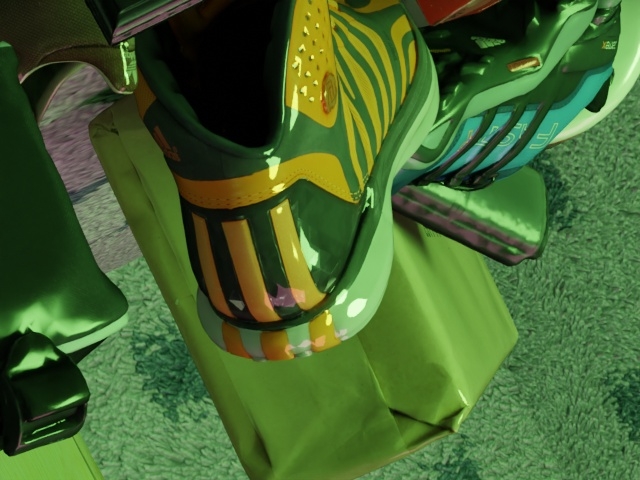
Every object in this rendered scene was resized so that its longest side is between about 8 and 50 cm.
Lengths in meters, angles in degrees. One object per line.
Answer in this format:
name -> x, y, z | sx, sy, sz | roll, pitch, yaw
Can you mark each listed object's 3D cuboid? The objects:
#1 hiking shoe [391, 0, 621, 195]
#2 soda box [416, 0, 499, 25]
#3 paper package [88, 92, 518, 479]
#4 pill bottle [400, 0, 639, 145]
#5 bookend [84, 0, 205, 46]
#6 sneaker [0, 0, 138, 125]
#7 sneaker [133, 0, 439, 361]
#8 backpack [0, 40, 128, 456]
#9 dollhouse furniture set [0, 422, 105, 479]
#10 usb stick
hiking shoe -> 0.070, -0.066, 1.042 | 0.304, 0.132, 0.113 | -30, -135, -18
soda box -> 0.152, -0.208, 0.862 | 0.263, 0.092, 0.083 | -28, 180, 25
paper package -> 0.000, 0.000, 1.298 | 0.168, 0.309, 0.325 | -26, 179, 14
pill bottle -> 0.145, -0.153, 1.311 | 0.176, 0.176, 0.318 | -28, 179, 4
bookend -> -0.010, -0.139, 0.530 | 0.156, 0.072, 0.157 | -28, 179, -9
sneaker -> -0.163, -0.055, 0.744 | 0.188, 0.071, 0.066 | -29, 179, 21
sneaker -> -0.015, -0.106, 0.867 | 0.124, 0.180, 0.321 | -9, -143, 8
backpack -> -0.213, 0.036, 0.515 | 0.225, 0.191, 0.253 | -24, 169, -45
dollhouse furniture set -> -0.372, 0.164, 1.128 | 0.394, 0.256, 0.362 | -28, 179, 17
usb stick -> 0.035, -0.063, 1.117 | 0.045, 0.278, 0.077 | -30, -137, 49
